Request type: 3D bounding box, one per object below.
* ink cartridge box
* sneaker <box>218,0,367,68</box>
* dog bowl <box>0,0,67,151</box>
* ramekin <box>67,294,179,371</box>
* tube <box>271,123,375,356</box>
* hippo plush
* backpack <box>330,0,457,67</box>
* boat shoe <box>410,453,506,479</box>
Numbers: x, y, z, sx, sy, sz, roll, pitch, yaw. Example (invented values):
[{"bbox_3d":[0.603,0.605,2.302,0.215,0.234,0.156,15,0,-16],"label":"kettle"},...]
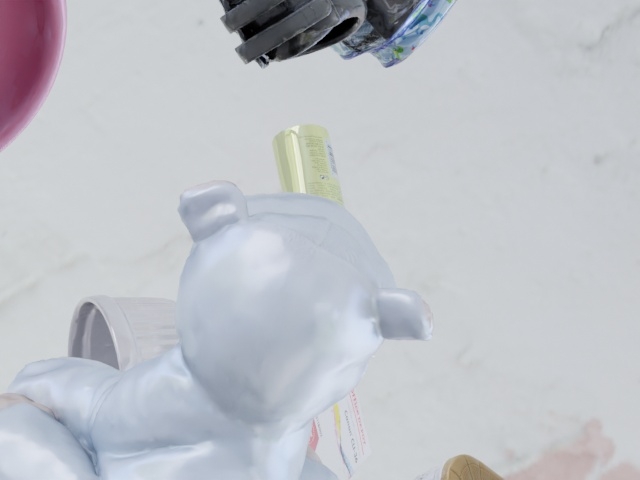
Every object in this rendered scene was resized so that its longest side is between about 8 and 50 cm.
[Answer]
[{"bbox_3d":[-0.002,0.220,1.826,0.067,0.198,0.115,-7,-75,25],"label":"ink cartridge box"},{"bbox_3d":[-0.061,-0.196,1.051,0.104,0.295,0.147,-26,-105,31],"label":"sneaker"},{"bbox_3d":[-0.449,-0.232,1.687,0.150,0.408,0.408,41,-35,43],"label":"dog bowl"},{"bbox_3d":[-0.194,0.157,1.727,0.109,0.207,0.207,-6,-45,-25],"label":"ramekin"},{"bbox_3d":[0.000,0.000,1.591,0.070,0.240,0.062,-8,-24,-12],"label":"tube"},{"bbox_3d":[-0.075,0.075,0.881,0.234,0.294,0.237,22,-75,3],"label":"hippo plush"},{"bbox_3d":[0.050,-0.188,1.259,0.084,0.105,0.114,44,-21,-18],"label":"backpack"},{"bbox_3d":[0.196,0.331,1.794,0.096,0.098,0.277,-21,-50,38],"label":"boat shoe"}]
